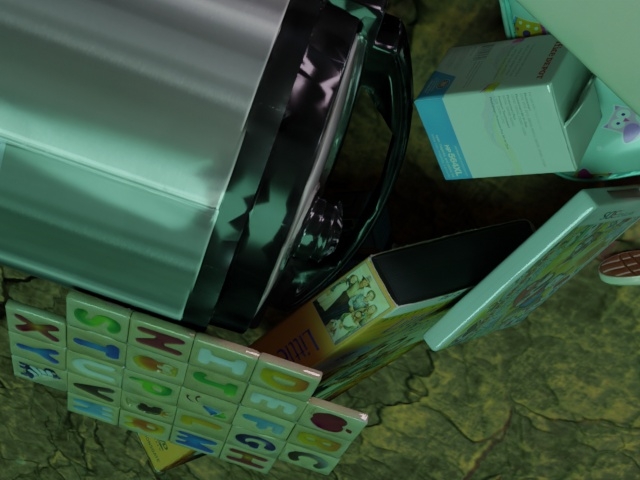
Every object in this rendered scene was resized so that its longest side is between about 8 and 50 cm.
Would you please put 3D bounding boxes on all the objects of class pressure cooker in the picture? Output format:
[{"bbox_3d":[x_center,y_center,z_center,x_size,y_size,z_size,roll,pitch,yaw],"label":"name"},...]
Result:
[{"bbox_3d":[-0.134,-0.109,0.936,0.421,0.375,0.370,19,167,-4],"label":"pressure cooker"}]

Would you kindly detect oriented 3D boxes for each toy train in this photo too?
[{"bbox_3d":[0.000,0.000,1.207,0.184,0.080,0.105,-3,120,21],"label":"toy train"}]

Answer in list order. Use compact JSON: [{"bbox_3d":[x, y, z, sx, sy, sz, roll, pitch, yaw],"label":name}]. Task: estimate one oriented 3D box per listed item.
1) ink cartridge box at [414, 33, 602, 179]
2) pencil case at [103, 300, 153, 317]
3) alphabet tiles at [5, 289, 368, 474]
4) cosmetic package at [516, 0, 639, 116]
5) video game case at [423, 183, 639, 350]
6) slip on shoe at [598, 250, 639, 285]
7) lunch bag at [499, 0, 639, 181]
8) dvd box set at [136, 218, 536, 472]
[{"bbox_3d":[0.174,-0.116,0.897,0.143,0.092,0.090,-1,129,35],"label":"ink cartridge box"},{"bbox_3d":[-0.214,0.145,1.384,0.098,0.095,0.209,-33,119,-4],"label":"pencil case"},{"bbox_3d":[-0.135,0.149,0.998,0.343,0.011,0.285,18,148,-3],"label":"alphabet tiles"},{"bbox_3d":[0.281,-0.167,0.789,0.296,0.153,0.129,37,122,-19],"label":"cosmetic package"},{"bbox_3d":[0.233,0.026,1.066,0.227,0.206,0.026,-46,69,29],"label":"video game case"},{"bbox_3d":[0.379,0.036,1.145,0.135,0.051,0.041,-11,124,14],"label":"slip on shoe"},{"bbox_3d":[0.287,-0.192,0.931,0.224,0.108,0.279,-6,128,21],"label":"lunch bag"},{"bbox_3d":[0.024,0.120,1.172,0.420,0.308,0.062,-38,73,37],"label":"dvd box set"}]
